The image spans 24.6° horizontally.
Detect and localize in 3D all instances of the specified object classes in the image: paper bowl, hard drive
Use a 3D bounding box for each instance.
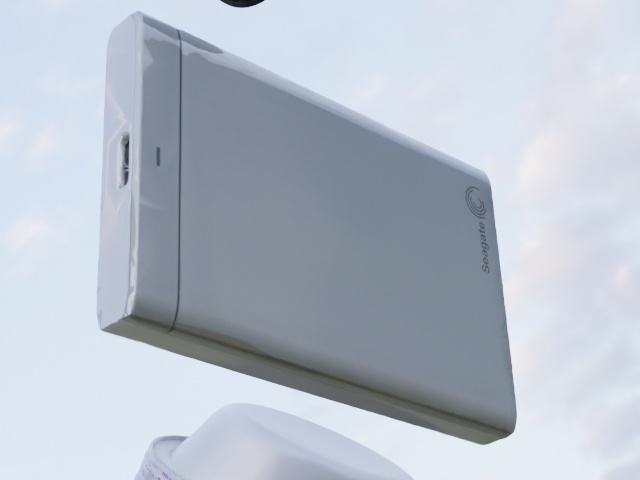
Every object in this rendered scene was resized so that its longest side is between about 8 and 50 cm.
[{"bbox_3d":[-0.024,0.243,1.289,0.284,0.284,0.148,22,-88,-56],"label":"paper bowl"},{"bbox_3d":[0.000,0.000,1.065,0.353,0.233,0.047,21,-36,-37],"label":"hard drive"}]

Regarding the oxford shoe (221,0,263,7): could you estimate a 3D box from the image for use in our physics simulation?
[{"bbox_3d":[-0.030,-0.282,1.093,0.083,0.096,0.227,19,-84,-14],"label":"oxford shoe"}]
